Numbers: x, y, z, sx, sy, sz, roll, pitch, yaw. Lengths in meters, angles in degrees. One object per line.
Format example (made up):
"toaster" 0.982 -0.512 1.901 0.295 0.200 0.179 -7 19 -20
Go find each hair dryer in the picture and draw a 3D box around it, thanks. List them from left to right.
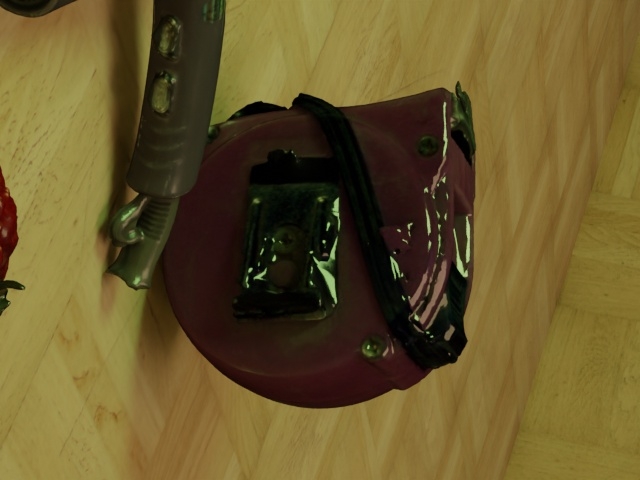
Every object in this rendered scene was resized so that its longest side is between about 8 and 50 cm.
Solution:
"hair dryer" -0.110 -0.111 1.192 0.301 0.121 0.361 -42 147 -50

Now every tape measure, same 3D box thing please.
"tape measure" 0.000 0.000 1.388 0.149 0.231 0.245 49 37 -67

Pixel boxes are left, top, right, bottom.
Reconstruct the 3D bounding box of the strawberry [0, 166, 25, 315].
"strawberry" -0.208 -0.012 0.884 0.148 0.131 0.131 66 31 -23
